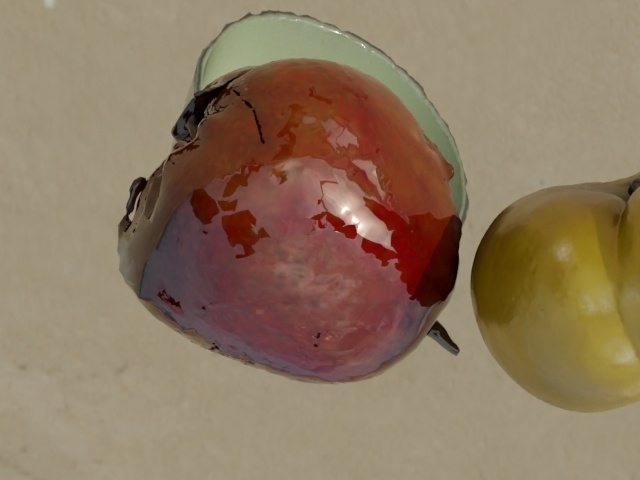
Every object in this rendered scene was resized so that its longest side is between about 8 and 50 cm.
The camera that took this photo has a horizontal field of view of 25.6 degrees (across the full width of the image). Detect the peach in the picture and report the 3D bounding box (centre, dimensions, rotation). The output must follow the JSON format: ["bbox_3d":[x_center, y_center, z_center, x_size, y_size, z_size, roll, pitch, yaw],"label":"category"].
[{"bbox_3d":[0.148,0.010,0.601,0.179,0.179,0.103,-24,94,23],"label":"peach"}]

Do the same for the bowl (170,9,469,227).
[{"bbox_3d":[-0.014,-0.041,0.956,0.211,0.211,0.112,23,135,-20],"label":"bowl"}]

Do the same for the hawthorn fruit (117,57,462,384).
[{"bbox_3d":[0.000,0.000,0.640,0.172,0.148,0.148,39,126,-6],"label":"hawthorn fruit"}]
